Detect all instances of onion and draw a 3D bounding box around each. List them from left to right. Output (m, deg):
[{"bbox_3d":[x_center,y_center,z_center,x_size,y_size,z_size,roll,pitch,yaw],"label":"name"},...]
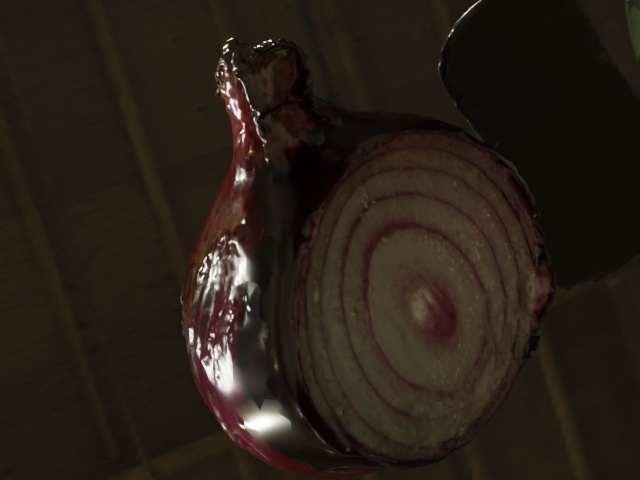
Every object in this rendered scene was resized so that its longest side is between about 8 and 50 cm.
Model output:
[{"bbox_3d":[0.000,0.000,0.738,0.195,0.140,0.218,-43,-68,-26],"label":"onion"}]

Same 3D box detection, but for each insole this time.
[{"bbox_3d":[0.140,-0.051,0.864,0.111,0.328,0.007,-34,-122,5],"label":"insole"}]

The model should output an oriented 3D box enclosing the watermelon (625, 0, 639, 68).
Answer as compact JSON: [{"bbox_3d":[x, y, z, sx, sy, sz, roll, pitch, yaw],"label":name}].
[{"bbox_3d":[0.218,-0.100,0.572,0.212,0.212,0.212,3,-97,-26],"label":"watermelon"}]
